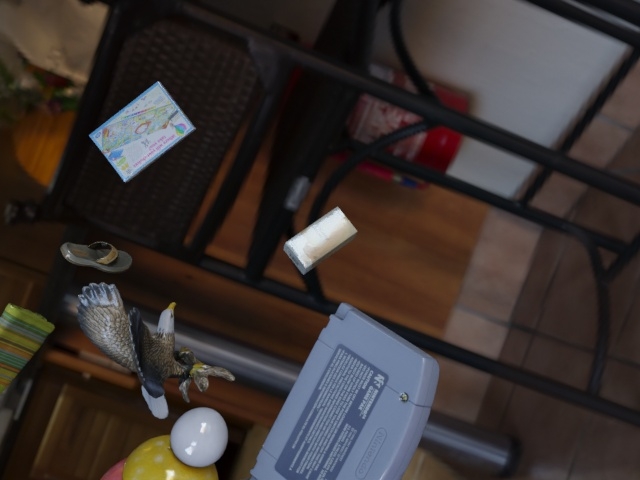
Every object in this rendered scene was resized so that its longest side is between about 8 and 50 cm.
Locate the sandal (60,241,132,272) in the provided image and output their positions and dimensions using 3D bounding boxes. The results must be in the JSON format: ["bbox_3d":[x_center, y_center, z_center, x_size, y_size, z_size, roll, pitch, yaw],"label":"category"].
[{"bbox_3d":[-0.473,0.027,2.291,0.049,0.180,0.072,-53,50,19],"label":"sandal"}]

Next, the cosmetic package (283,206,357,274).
[{"bbox_3d":[0.000,0.000,1.817,0.115,0.060,0.041,-37,-10,-16],"label":"cosmetic package"}]

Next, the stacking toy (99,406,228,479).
[{"bbox_3d":[-0.337,0.530,2.262,0.350,0.351,0.479,-89,24,-59],"label":"stacking toy"}]

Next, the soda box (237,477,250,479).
[{"bbox_3d":[-0.136,0.555,1.802,0.091,0.098,0.286,149,110,-78],"label":"soda box"}]

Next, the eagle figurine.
[{"bbox_3d":[-0.361,0.223,2.213,0.226,0.298,0.225,-28,55,30],"label":"eagle figurine"}]

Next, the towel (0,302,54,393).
[{"bbox_3d":[-0.394,0.172,1.177,0.237,0.021,0.102,-51,-20,-7],"label":"towel"}]

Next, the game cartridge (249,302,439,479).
[{"bbox_3d":[0.034,0.257,1.444,0.198,0.062,0.297,31,96,33],"label":"game cartridge"}]

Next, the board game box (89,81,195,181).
[{"bbox_3d":[-0.309,-0.188,1.852,0.154,0.103,0.026,-37,1,4],"label":"board game box"}]
